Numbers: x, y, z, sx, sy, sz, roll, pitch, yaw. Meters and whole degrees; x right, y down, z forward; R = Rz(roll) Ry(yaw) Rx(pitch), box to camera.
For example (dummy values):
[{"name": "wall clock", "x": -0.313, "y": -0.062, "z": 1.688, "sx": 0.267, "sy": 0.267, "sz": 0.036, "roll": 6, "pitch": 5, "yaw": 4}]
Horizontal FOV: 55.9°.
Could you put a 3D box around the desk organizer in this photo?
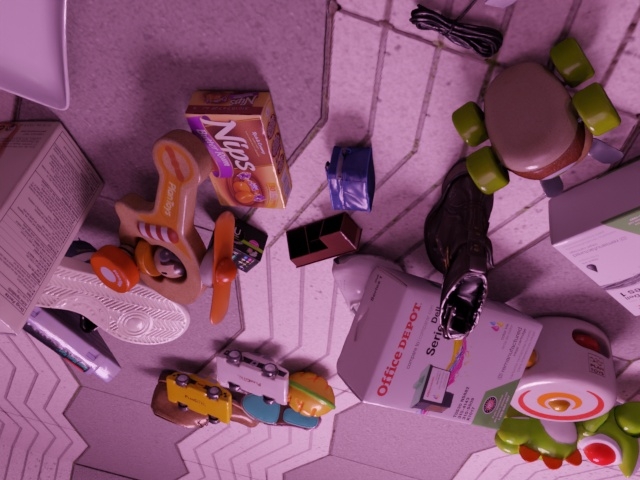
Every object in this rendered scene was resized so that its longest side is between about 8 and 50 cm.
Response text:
[{"name": "desk organizer", "x": 0.000, "y": 0.000, "z": 1.002, "sx": 0.130, "sy": 0.047, "sz": 0.050, "roll": -18, "pitch": 131, "yaw": 34}]

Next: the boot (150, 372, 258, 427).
[{"name": "boot", "x": -0.310, "y": 0.466, "z": 1.636, "sx": 0.306, "sy": 0.115, "sz": 0.112, "roll": 23, "pitch": 150, "yaw": -12}]

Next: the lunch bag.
[{"name": "lunch bag", "x": 0.040, "y": -0.089, "z": 0.856, "sx": 0.065, "sy": 0.067, "sz": 0.098, "roll": 3, "pitch": 141, "yaw": 13}]

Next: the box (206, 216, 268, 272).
[{"name": "box", "x": -0.142, "y": 0.005, "z": 1.038, "sx": 0.083, "sy": 0.062, "sz": 0.052, "roll": 29, "pitch": 139, "yaw": -21}]

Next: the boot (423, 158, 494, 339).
[{"name": "boot", "x": 0.188, "y": 0.038, "z": 0.842, "sx": 0.091, "sy": 0.228, "sz": 0.262, "roll": 7, "pitch": 143, "yaw": 7}]

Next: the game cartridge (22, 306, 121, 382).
[{"name": "game cartridge", "x": -0.576, "y": 0.147, "z": 1.255, "sx": 0.230, "sy": 0.068, "sz": 0.355, "roll": 40, "pitch": 168, "yaw": 46}]

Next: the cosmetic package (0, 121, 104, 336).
[{"name": "cosmetic package", "x": -0.468, "y": -0.025, "z": 0.899, "sx": 0.129, "sy": 0.296, "sz": 0.153, "roll": 2, "pitch": 141, "yaw": 17}]

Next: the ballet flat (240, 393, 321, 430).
[{"name": "ballet flat", "x": -0.107, "y": 0.466, "z": 1.631, "sx": 0.222, "sy": 0.076, "sz": 0.079, "roll": 13, "pitch": 163, "yaw": 0}]

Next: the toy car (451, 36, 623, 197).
[{"name": "toy car", "x": 0.277, "y": -0.110, "z": 0.712, "sx": 0.155, "sy": 0.148, "sz": 0.188, "roll": -31, "pitch": 138, "yaw": 30}]

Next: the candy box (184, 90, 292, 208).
[{"name": "candy box", "x": -0.111, "y": -0.126, "z": 0.866, "sx": 0.109, "sy": 0.053, "sz": 0.186, "roll": 5, "pitch": 144, "yaw": 12}]

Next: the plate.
[{"name": "plate", "x": -0.434, "y": -0.310, "z": 0.728, "sx": 0.278, "sy": 0.045, "sz": 0.278, "roll": 19, "pitch": 143, "yaw": -9}]

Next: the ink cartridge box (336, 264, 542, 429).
[{"name": "ink cartridge box", "x": 0.195, "y": 0.180, "z": 1.002, "sx": 0.278, "sy": 0.201, "sz": 0.117, "roll": 17, "pitch": -173, "yaw": -22}]

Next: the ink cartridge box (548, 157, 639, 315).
[{"name": "ink cartridge box", "x": 0.447, "y": 0.000, "z": 0.829, "sx": 0.219, "sy": 0.092, "sz": 0.160, "roll": 34, "pitch": 139, "yaw": -25}]

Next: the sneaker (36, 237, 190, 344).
[{"name": "sneaker", "x": -0.401, "y": 0.074, "z": 1.101, "sx": 0.350, "sy": 0.148, "sz": 0.131, "roll": 28, "pitch": 106, "yaw": -28}]

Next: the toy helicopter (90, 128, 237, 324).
[{"name": "toy helicopter", "x": -0.215, "y": -0.015, "z": 0.925, "sx": 0.235, "sy": 0.140, "sz": 0.355, "roll": 34, "pitch": 138, "yaw": 9}]

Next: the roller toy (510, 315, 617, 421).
[{"name": "roller toy", "x": 0.433, "y": 0.242, "z": 1.104, "sx": 0.191, "sy": 0.146, "sz": 0.209, "roll": -5, "pitch": 139, "yaw": 22}]

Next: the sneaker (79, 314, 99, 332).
[{"name": "sneaker", "x": -0.405, "y": 0.115, "z": 1.226, "sx": 0.101, "sy": 0.106, "sz": 0.267, "roll": 37, "pitch": 136, "yaw": -26}]

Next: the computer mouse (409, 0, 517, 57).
[{"name": "computer mouse", "x": 0.181, "y": -0.267, "z": 0.603, "sx": 0.106, "sy": 0.042, "sz": 0.193, "roll": 25, "pitch": 142, "yaw": -13}]

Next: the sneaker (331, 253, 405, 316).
[{"name": "sneaker", "x": 0.110, "y": 0.132, "z": 1.073, "sx": 0.111, "sy": 0.129, "sz": 0.297, "roll": -11, "pitch": 136, "yaw": 33}]

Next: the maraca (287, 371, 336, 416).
[{"name": "maraca", "x": -0.043, "y": 0.361, "z": 1.450, "sx": 0.186, "sy": 0.099, "sz": 0.127, "roll": 15, "pitch": 156, "yaw": 39}]

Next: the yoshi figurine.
[{"name": "yoshi figurine", "x": 0.529, "y": 0.352, "z": 1.246, "sx": 0.363, "sy": 0.203, "sz": 0.203, "roll": -2, "pitch": -176, "yaw": -4}]

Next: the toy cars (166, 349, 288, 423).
[{"name": "toy cars", "x": -0.221, "y": 0.347, "z": 1.481, "sx": 0.394, "sy": 0.087, "sz": 0.176, "roll": -28, "pitch": 101, "yaw": 36}]
